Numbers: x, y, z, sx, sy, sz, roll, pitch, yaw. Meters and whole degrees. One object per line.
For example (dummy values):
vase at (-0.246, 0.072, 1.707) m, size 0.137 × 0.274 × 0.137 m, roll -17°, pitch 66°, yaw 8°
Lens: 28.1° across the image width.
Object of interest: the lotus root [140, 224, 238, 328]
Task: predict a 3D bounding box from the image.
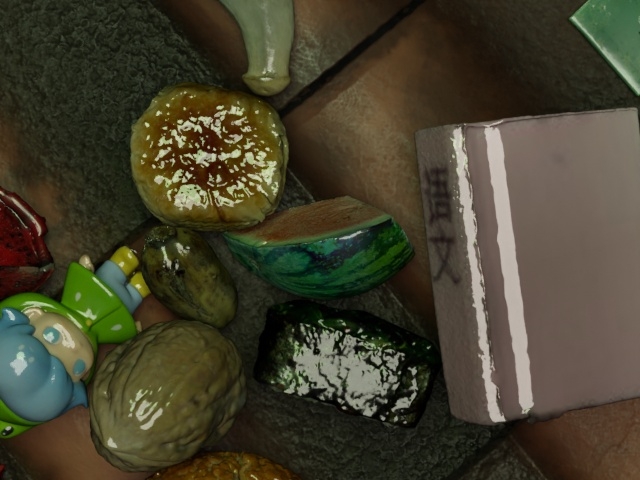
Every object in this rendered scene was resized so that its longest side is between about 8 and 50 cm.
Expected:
lotus root at (-0.162, 0.046, 1.560) m, size 0.089 × 0.080 × 0.179 m, roll -46°, pitch 134°, yaw -14°

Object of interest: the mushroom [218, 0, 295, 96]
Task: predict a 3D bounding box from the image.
mushroom at (-0.096, -0.311, 1.569) m, size 0.118 × 0.103 × 0.270 m, roll -31°, pitch 98°, yaw 1°

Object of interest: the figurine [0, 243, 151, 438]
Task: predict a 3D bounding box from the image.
figurine at (-0.313, 0.117, 1.546) m, size 0.263 × 0.143 × 0.162 m, roll -43°, pitch 122°, yaw -19°

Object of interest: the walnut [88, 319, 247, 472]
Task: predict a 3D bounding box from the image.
walnut at (-0.184, 0.185, 1.504) m, size 0.178 × 0.230 × 0.178 m, roll 11°, pitch 116°, yaw 24°

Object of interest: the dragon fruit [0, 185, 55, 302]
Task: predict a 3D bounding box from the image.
dragon fruit at (-0.417, 0.003, 1.568) m, size 0.127 × 0.121 × 0.161 m, roll -34°, pitch 63°, yaw 36°

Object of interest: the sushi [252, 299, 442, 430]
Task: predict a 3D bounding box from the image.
sushi at (0.033, 0.147, 1.576) m, size 0.225 × 0.124 × 0.127 m, roll 17°, pitch 90°, yaw 1°

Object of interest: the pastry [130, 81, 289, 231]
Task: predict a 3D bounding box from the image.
pastry at (-0.135, -0.103, 1.568) m, size 0.193 × 0.093 × 0.182 m, roll 2°, pitch 81°, yaw -2°

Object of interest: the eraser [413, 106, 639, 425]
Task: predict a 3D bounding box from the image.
eraser at (0.270, 0.027, 1.563) m, size 0.272 × 0.122 × 0.359 m, roll -8°, pitch 92°, yaw -25°

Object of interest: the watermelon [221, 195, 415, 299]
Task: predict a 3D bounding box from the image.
watermelon at (0.005, 0.017, 1.559) m, size 0.231 × 0.146 × 0.128 m, roll -14°, pitch 93°, yaw -5°

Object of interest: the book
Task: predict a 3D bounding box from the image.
book at (0.401, -0.270, 1.648) m, size 0.103 × 0.017 × 0.135 m, roll -43°, pitch 94°, yaw -2°

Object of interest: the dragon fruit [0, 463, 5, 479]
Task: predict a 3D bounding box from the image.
dragon fruit at (-0.463, 0.339, 1.565) m, size 0.106 × 0.083 × 0.162 m, roll 19°, pitch 92°, yaw -2°

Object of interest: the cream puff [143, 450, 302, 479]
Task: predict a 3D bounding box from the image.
cream puff at (-0.115, 0.398, 1.527) m, size 0.303 × 0.212 × 0.303 m, roll 0°, pitch 91°, yaw 1°
